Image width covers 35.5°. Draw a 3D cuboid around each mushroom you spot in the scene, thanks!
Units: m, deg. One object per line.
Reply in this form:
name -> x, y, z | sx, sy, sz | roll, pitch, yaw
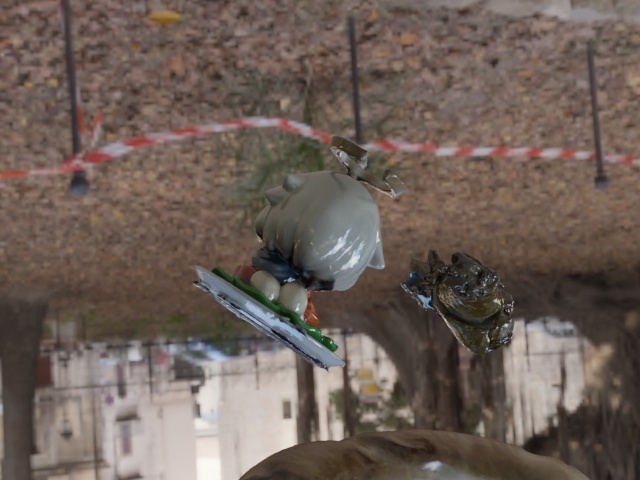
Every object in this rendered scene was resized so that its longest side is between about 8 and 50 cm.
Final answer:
mushroom -> 0.115, 0.324, 1.060 | 0.313, 0.224, 0.397 | 31, -153, 28

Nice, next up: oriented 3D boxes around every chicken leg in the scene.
chicken leg -> 0.153, 0.060, 1.037 | 0.125, 0.080, 0.196 | 41, 178, -5

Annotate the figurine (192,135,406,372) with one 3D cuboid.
figurine -> 0.000, 0.000, 0.718 | 0.132, 0.154, 0.132 | 33, 173, 5
